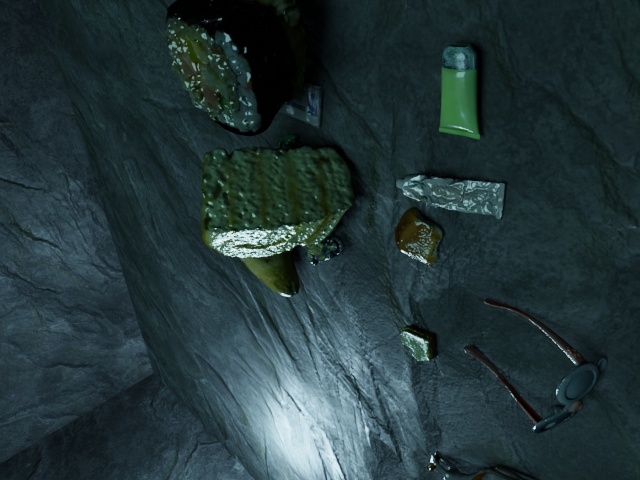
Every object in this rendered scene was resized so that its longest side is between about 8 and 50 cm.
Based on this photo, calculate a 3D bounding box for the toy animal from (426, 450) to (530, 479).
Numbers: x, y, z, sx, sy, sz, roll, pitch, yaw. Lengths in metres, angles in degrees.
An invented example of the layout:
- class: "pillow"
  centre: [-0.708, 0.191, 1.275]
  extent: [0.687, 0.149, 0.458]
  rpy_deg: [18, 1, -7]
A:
- class: "toy animal"
  centre: [0.401, 0.675, 1.396]
  extent: [0.302, 0.225, 0.284]
  rpy_deg: [35, 119, 50]

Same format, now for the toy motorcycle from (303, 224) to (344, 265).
- class: "toy motorcycle"
  centre: [0.000, 0.000, 1.492]
  extent: [0.193, 0.061, 0.124]
  rpy_deg: [-27, 84, 55]

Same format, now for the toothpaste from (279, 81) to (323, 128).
- class: "toothpaste"
  centre: [-0.107, -0.395, 1.364]
  extent: [0.283, 0.068, 0.099]
  rpy_deg: [27, 164, 26]

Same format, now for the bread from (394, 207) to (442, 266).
- class: "bread"
  centre: [0.228, -0.005, 1.216]
  extent: [0.126, 0.044, 0.129]
  rpy_deg: [35, 134, 30]

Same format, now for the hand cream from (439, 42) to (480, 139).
- class: "hand cream"
  centre: [0.266, -0.284, 0.977]
  extent: [0.095, 0.046, 0.174]
  rpy_deg: [23, 137, 41]

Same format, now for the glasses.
- class: "glasses"
  centre: [0.457, 0.259, 1.114]
  extent: [0.268, 0.118, 0.234]
  rpy_deg: [-124, 28, -44]

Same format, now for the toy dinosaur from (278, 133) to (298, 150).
- class: "toy dinosaur"
  centre: [-0.097, -0.244, 1.457]
  extent: [0.132, 0.059, 0.096]
  rpy_deg: [-24, 85, 47]

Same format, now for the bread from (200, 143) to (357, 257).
- class: "bread"
  centre: [-0.115, -0.096, 1.377]
  extent: [0.264, 0.396, 0.239]
  rpy_deg: [97, 167, -68]

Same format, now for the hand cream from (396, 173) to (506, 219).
- class: "hand cream"
  centre: [0.268, -0.105, 1.095]
  extent: [0.257, 0.050, 0.083]
  rpy_deg: [19, 124, 40]

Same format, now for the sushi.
- class: "sushi"
  centre: [-0.167, -0.448, 1.219]
  extent: [0.328, 0.285, 0.328]
  rpy_deg: [25, 145, 36]

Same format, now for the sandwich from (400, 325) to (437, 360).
- class: "sandwich"
  centre: [0.261, 0.276, 1.370]
  extent: [0.105, 0.036, 0.093]
  rpy_deg: [23, 131, 43]

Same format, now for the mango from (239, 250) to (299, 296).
- class: "mango"
  centre: [-0.172, 0.036, 1.659]
  extent: [0.329, 0.176, 0.176]
  rpy_deg: [58, -177, -31]
